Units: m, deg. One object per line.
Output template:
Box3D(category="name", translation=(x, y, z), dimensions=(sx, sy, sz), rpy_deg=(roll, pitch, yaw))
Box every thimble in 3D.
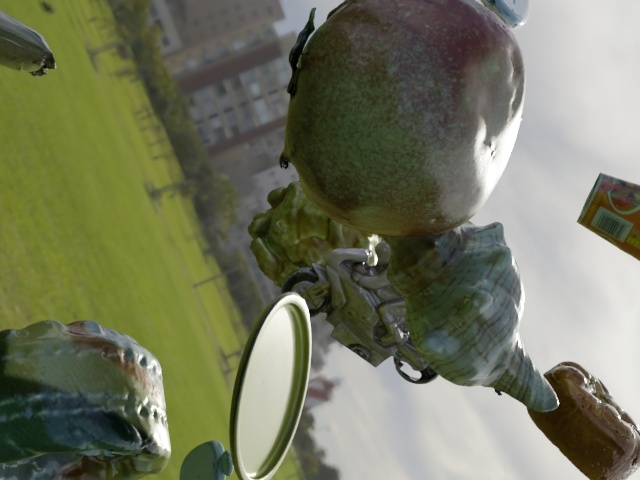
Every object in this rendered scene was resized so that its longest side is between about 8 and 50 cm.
Box3D(category="thimble", translation=(-0.317, 0.215, 1.338), dimensions=(0.288, 0.254, 0.167), rpy_deg=(46, 31, -60))

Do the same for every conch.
Box3D(category="conch", translation=(0.196, 0.083, 1.442), dimensions=(0.386, 0.203, 0.169), rpy_deg=(49, -20, 1))

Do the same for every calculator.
Box3D(category="calculator", translation=(-0.189, 0.379, 1.806), dimensions=(0.153, 0.021, 0.095), rpy_deg=(-33, -126, 48))
Box3D(category="calculator", translation=(0.270, -0.431, 1.747), dimensions=(0.188, 0.042, 0.302), rpy_deg=(46, 29, -18))

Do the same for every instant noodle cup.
Box3D(category="instant noodle cup", translation=(0.619, -0.047, 2.198), dimensions=(0.185, 0.168, 0.168), rpy_deg=(27, -14, 10))

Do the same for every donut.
Box3D(category="donut", translation=(0.435, 0.297, 1.788), dimensions=(0.226, 0.114, 0.226), rpy_deg=(43, 10, -10))

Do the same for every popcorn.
Box3D(category="popcorn", translation=(0.008, 0.003, 2.427), dimensions=(0.335, 0.279, 0.274), rpy_deg=(15, -32, 32))

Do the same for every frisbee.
Box3D(category="frisbee", translation=(-0.058, 0.176, 1.306), dimensions=(0.236, 0.017, 0.236), rpy_deg=(10, 90, -72))

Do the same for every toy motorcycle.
Box3D(category="toy motorcycle", translation=(0.110, 0.113, 2.041), dimensions=(0.341, 0.223, 0.108), rpy_deg=(33, 11, 2))

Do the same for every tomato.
Box3D(category="tomato", translation=(0.102, -0.149, 1.259), dimensions=(0.239, 0.303, 0.303), rpy_deg=(20, -24, 17))

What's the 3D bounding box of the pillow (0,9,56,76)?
Box3D(category="pillow", translation=(-0.383, -0.236, 1.197), dimensions=(0.208, 0.053, 0.119), rpy_deg=(26, -9, -15))
